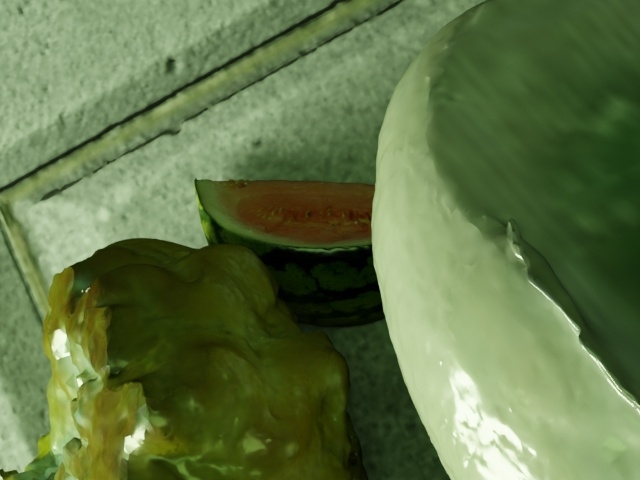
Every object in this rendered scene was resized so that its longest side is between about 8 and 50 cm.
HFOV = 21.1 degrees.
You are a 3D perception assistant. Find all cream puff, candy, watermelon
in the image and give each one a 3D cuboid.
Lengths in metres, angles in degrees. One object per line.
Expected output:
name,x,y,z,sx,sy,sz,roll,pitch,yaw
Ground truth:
cream puff,-0.065,0.135,0.931,0.185,0.282,0.282,6,83,-25
candy,0.211,0.035,0.834,0.386,0.186,0.427,-28,67,-29
watermelon,-0.003,0.004,0.983,0.163,0.069,0.087,1,84,13
